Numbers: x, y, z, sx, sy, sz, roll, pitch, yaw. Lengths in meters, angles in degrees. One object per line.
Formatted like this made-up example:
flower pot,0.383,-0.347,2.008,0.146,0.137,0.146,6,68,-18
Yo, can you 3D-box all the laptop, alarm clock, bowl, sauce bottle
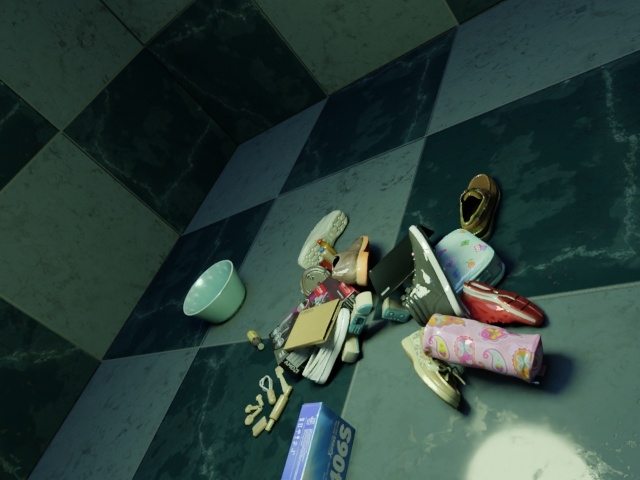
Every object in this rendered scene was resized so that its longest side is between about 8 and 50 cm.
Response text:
laptop,0.285,0.076,1.662,0.234,0.264,0.137,-45,65,16
alarm clock,-0.023,0.177,1.978,0.192,0.129,0.064,-56,-13,8
bowl,-0.472,0.262,2.405,0.311,0.163,0.312,-31,31,21
sauce bottle,-0.259,0.401,2.074,0.042,0.042,0.128,-48,31,-8

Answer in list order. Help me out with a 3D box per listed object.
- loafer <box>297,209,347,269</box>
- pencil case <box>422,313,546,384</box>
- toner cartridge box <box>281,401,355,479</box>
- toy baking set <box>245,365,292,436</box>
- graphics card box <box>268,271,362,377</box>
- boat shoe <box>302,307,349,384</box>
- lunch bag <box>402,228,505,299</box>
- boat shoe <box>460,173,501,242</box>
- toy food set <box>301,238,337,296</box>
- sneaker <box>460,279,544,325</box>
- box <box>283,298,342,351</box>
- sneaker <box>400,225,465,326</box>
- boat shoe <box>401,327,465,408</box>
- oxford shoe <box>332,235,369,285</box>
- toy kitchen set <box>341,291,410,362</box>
loafer,0.000,0.000,2.212,0.111,0.112,0.319,-8,36,54
pencil case,0.395,0.260,1.257,0.283,0.124,0.124,8,55,33
toner cartridge box,-0.016,0.619,1.339,0.075,0.165,0.348,-20,37,37
toy baking set,-0.181,0.548,1.786,0.196,0.030,0.256,-1,50,52
graphics card box,-0.013,0.284,1.832,0.371,0.094,0.233,-45,22,2
boat shoe,0.018,0.334,1.666,0.095,0.084,0.258,175,117,-80
lunch bag,0.394,0.114,1.540,0.279,0.108,0.224,-44,32,2
boat shoe,0.522,-0.131,1.701,0.110,0.104,0.308,-22,35,35
toy food set,-0.010,0.110,2.070,0.111,0.104,0.232,6,56,55
sneaker,0.473,0.202,1.376,0.221,0.128,0.087,27,29,38
box,-0.026,0.281,1.700,0.201,0.021,0.165,-25,30,43
sneaker,0.272,0.104,1.437,0.146,0.104,0.296,-29,64,17
boat shoe,0.303,0.327,1.376,0.089,0.104,0.285,-43,28,7
oxford shoe,0.109,0.060,1.854,0.132,0.130,0.364,-1,13,6
toy kitchen set,0.173,0.288,1.645,0.122,0.165,0.207,-90,16,-54
